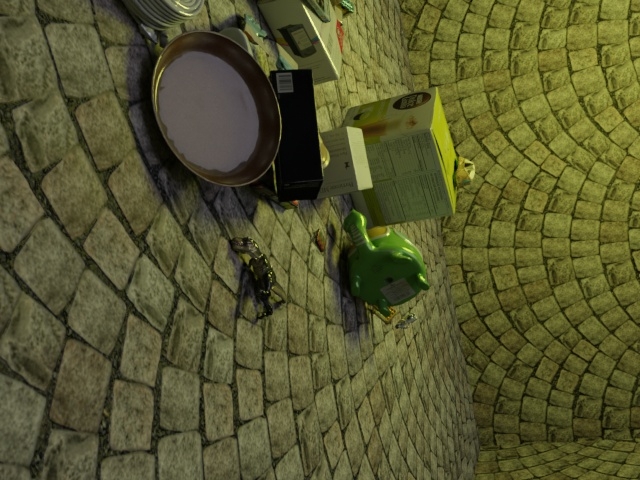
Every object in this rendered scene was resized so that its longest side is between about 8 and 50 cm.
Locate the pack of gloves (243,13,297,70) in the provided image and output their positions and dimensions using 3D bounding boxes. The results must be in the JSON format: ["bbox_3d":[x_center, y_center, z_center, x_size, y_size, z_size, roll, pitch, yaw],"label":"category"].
[{"bbox_3d":[-0.130,-0.456,1.650,0.195,0.046,0.232,44,18,-25],"label":"pack of gloves"}]

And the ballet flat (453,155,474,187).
[{"bbox_3d":[0.507,-0.241,2.359,0.206,0.067,0.073,-68,146,-55],"label":"ballet flat"}]

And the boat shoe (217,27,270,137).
[{"bbox_3d":[-0.156,-0.304,1.504,0.119,0.121,0.335,6,77,-71],"label":"boat shoe"}]

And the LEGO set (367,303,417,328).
[{"bbox_3d":[0.208,0.184,2.282,0.107,0.132,0.287,75,-10,-65],"label":"LEGO set"}]

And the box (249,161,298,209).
[{"bbox_3d":[-0.115,-0.158,1.667,0.207,0.036,0.114,31,53,-64],"label":"box"}]

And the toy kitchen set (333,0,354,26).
[{"bbox_3d":[0.054,-0.727,2.174,0.166,0.122,0.207,22,57,-41],"label":"toy kitchen set"}]

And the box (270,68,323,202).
[{"bbox_3d":[-0.060,-0.237,1.557,0.184,0.103,0.261,129,-44,-77],"label":"box"}]

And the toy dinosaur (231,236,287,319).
[{"bbox_3d":[-0.122,0.102,1.506,0.268,0.064,0.118,64,19,-45],"label":"toy dinosaur"}]

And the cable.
[{"bbox_3d":[-0.310,-0.524,1.241,0.257,0.089,0.257,52,35,-52],"label":"cable"}]

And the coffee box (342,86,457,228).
[{"bbox_3d":[0.280,-0.286,2.344,0.337,0.334,0.338,-71,146,-52],"label":"coffee box"}]

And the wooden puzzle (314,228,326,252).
[{"bbox_3d":[0.000,0.000,1.943,0.049,0.006,0.083,-79,151,-43],"label":"wooden puzzle"}]

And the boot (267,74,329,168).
[{"bbox_3d":[-0.065,-0.303,1.726,0.262,0.095,0.203,-104,169,-48],"label":"boot"}]

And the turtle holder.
[{"bbox_3d":[0.176,0.063,2.127,0.320,0.243,0.227,20,34,-21],"label":"turtle holder"}]

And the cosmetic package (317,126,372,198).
[{"bbox_3d":[0.047,-0.223,1.962,0.151,0.151,0.183,-16,95,-69],"label":"cosmetic package"}]

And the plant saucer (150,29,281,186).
[{"bbox_3d":[-0.207,-0.254,1.324,0.310,0.050,0.310,10,76,-45],"label":"plant saucer"}]

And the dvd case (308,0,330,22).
[{"bbox_3d":[-0.027,-0.708,1.776,0.253,0.022,0.180,17,67,-71],"label":"dvd case"}]

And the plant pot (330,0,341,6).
[{"bbox_3d":[-0.013,-0.865,1.995,0.191,0.284,0.284,12,66,-33],"label":"plant pot"}]

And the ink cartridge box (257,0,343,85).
[{"bbox_3d":[-0.046,-0.629,1.929,0.306,0.131,0.226,56,32,-45],"label":"ink cartridge box"}]
